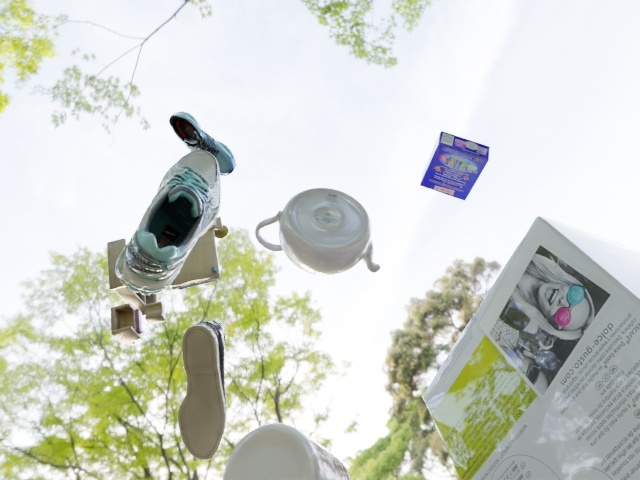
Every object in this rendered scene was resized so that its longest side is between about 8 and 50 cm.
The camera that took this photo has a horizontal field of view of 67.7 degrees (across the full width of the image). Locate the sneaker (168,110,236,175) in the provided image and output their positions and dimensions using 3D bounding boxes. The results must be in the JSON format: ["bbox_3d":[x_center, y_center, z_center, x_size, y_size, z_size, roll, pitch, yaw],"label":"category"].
[{"bbox_3d":[-0.237,-0.186,0.936,0.162,0.073,0.063,41,-81,-6],"label":"sneaker"}]

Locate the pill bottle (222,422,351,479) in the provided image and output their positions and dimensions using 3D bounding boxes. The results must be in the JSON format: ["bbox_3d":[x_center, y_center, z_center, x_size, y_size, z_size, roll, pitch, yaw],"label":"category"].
[{"bbox_3d":[-0.026,0.348,0.662,0.131,0.131,0.229,-28,-41,2],"label":"pill bottle"}]

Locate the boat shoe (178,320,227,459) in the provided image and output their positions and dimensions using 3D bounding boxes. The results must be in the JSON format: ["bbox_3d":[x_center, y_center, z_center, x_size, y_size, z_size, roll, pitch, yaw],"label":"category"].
[{"bbox_3d":[-0.165,0.220,0.714,0.075,0.065,0.206,2,-84,13],"label":"boat shoe"}]

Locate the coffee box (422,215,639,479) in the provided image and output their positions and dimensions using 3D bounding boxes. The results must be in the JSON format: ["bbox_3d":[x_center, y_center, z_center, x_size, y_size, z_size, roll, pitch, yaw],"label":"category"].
[{"bbox_3d":[0.394,0.226,0.591,0.338,0.334,0.338,14,-63,-20],"label":"coffee box"}]

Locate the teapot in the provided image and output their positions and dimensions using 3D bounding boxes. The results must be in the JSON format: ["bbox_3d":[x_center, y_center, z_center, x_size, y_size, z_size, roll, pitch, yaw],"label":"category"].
[{"bbox_3d":[0.000,0.000,1.233,0.253,0.256,0.187,-25,-30,-28],"label":"teapot"}]

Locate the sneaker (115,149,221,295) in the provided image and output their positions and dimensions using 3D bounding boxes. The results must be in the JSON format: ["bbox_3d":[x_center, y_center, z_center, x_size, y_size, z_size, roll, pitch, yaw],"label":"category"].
[{"bbox_3d":[-0.207,-0.051,0.741,0.110,0.283,0.122,27,-42,-18],"label":"sneaker"}]

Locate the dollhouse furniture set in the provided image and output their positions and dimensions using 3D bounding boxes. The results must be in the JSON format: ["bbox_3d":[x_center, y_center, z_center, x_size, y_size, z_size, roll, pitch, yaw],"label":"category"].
[{"bbox_3d":[-0.369,0.111,1.263,0.304,0.286,0.198,-15,-29,-5],"label":"dollhouse furniture set"}]

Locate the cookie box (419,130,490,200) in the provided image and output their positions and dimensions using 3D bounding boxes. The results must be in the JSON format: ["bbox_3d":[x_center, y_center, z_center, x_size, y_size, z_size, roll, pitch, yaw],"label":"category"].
[{"bbox_3d":[0.238,-0.132,0.856,0.092,0.040,0.107,19,-37,4],"label":"cookie box"}]
